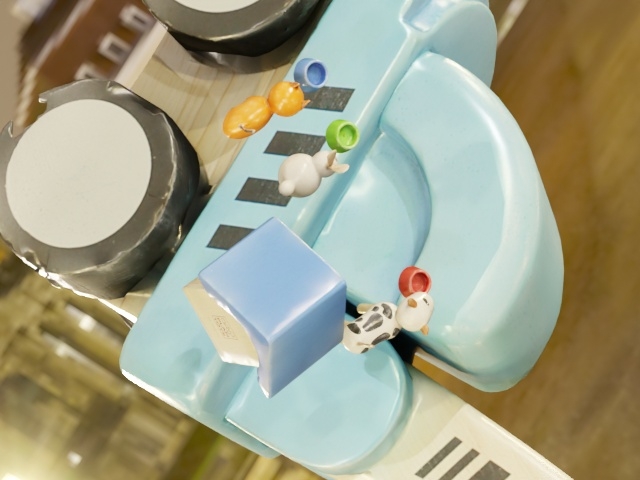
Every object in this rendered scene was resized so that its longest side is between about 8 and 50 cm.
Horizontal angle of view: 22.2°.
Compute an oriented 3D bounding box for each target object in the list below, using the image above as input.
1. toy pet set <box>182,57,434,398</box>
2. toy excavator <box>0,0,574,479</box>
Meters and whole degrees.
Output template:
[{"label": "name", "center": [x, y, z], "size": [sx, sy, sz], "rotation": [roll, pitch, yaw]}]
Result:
[{"label": "toy pet set", "center": [0.000, 0.000, 0.676], "size": [0.114, 0.122, 0.065], "rotation": [-37, 18, -26]}, {"label": "toy excavator", "center": [0.044, 0.074, 0.852], "size": [0.433, 0.445, 0.222], "rotation": [-60, -21, -8]}]
